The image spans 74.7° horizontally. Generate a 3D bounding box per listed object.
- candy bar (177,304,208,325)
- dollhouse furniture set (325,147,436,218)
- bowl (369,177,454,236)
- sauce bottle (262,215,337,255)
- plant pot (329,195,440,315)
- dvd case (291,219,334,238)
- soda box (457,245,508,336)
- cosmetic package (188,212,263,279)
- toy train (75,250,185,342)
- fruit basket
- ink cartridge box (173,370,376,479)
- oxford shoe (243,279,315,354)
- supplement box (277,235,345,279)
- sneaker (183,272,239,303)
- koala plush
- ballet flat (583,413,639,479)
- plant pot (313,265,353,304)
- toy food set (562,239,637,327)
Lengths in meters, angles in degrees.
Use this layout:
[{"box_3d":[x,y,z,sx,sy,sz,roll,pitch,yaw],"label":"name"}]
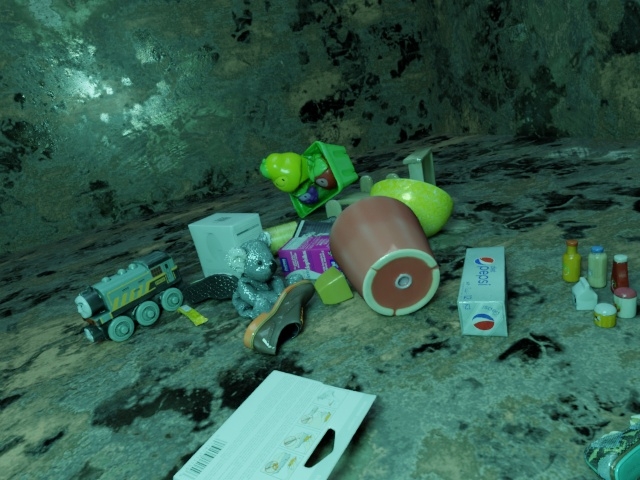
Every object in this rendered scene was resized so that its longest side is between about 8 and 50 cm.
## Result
[{"box_3d":[-0.396,0.226,1.285,0.040,0.018,0.162,-22,22,-34],"label":"candy bar"},{"box_3d":[0.258,-0.215,1.727,0.394,0.256,0.362,0,23,31],"label":"dollhouse furniture set"},{"box_3d":[0.292,-0.072,1.423,0.290,0.289,0.156,3,67,36],"label":"bowl"},{"box_3d":[-0.097,-0.020,1.632,0.345,0.111,0.111,-15,20,-5],"label":"sauce bottle"},{"box_3d":[0.177,0.049,1.103,0.275,0.274,0.243,-14,29,-3],"label":"plant pot"},{"box_3d":[0.000,0.000,1.510,0.221,0.018,0.164,6,53,20],"label":"dvd case"},{"box_3d":[0.396,0.112,1.009,0.098,0.091,0.286,-5,21,25],"label":"soda box"},{"box_3d":[-0.309,0.030,1.459,0.224,0.224,0.138,4,23,37],"label":"cosmetic package"},{"box_3d":[-0.578,0.169,1.298,0.142,0.190,0.334,4,26,40],"label":"toy train"},{"box_3d":[-0.076,-0.276,1.888,0.392,0.282,0.392,-24,-5,-2],"label":"fruit basket"},{"box_3d":[-0.062,0.346,0.709,0.239,0.060,0.275,2,24,33],"label":"ink cartridge box"},{"box_3d":[-0.078,0.201,1.089,0.098,0.096,0.271,19,40,25],"label":"oxford shoe"},{"box_3d":[-0.013,0.056,1.376,0.220,0.111,0.114,-3,23,27],"label":"supplement box"},{"box_3d":[-0.342,0.142,1.361,0.235,0.084,0.097,-12,9,27],"label":"sneaker"},{"box_3d":[-0.182,0.096,1.211,0.203,0.221,0.196,4,26,38],"label":"koala plush"},{"box_3d":[0.451,0.276,0.588,0.189,0.070,0.070,-15,20,-16],"label":"ballet flat"},{"box_3d":[0.030,0.136,1.192,0.083,0.081,0.081,-30,23,-10],"label":"plant pot"},{"box_3d":[0.619,0.084,0.929,0.111,0.104,0.232,-6,21,19],"label":"toy food set"}]
